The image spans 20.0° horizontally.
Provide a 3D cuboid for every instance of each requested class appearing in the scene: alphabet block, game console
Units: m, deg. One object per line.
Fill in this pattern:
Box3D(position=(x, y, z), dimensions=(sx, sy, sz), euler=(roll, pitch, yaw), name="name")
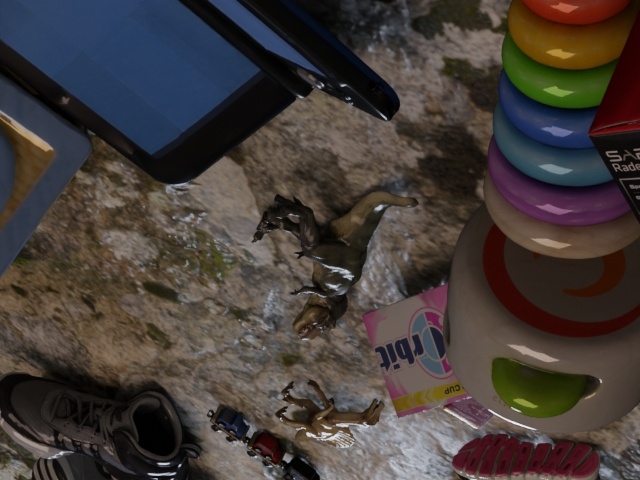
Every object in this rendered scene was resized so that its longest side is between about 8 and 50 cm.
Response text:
Box3D(position=(-0.347, -0.070, 1.721), dimensions=(0.193, 0.192, 0.197), euler=(37, 176, -8), name="alphabet block")
Box3D(position=(-0.126, -0.151, 1.454), dimensions=(0.293, 0.173, 0.250), euler=(37, 178, -31), name="game console")

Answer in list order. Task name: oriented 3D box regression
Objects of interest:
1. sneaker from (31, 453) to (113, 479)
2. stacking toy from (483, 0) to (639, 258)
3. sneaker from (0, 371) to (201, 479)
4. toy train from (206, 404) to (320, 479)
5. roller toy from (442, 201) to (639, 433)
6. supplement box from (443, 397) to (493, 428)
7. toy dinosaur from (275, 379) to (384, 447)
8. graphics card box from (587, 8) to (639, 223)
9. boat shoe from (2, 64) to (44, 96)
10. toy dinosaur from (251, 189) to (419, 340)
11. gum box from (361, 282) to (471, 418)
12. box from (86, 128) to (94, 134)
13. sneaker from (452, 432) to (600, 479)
Box3D(position=(-0.279, 0.364, 2.363), dimensions=(0.086, 0.132, 0.229), euler=(-14, 99, 35), name="sneaker")
Box3D(position=(0.190, -0.143, 1.327), dimensions=(0.141, 0.141, 0.330), euler=(17, 140, 20), name="stacking toy")
Box3D(position=(-0.267, 0.215, 2.197), dimensions=(0.268, 0.101, 0.153), euler=(27, 147, -6), name="sneaker")
Box3D(position=(-0.066, 0.245, 2.140), dimensions=(0.158, 0.027, 0.036), euler=(36, 144, -9), name="toy train")
Box3D(position=(0.203, 0.057, 1.522), dimensions=(0.191, 0.209, 0.146), euler=(55, 159, 29), name="roller toy")
Box3D(position=(0.163, 0.142, 1.792), dimensions=(0.043, 0.055, 0.083), euler=(31, 148, -4), name="supplement box")
Box3D(position=(-0.007, 0.203, 2.012), dimensions=(0.092, 0.053, 0.183), euler=(40, 146, -17), name="toy dinosaur")
Box3D(position=(0.327, -0.030, 1.262), dimensions=(0.094, 0.233, 0.371), euler=(-7, 133, 38), name="graphics card box")
Box3D(position=(-0.300, -0.224, 1.624), dimensions=(0.104, 0.089, 0.285), euler=(8, 142, 30), name="boat shoe")
Box3D(position=(0.000, 0.000, 1.728), dimensions=(0.118, 0.064, 0.268), euler=(25, 146, -4), name="toy dinosaur")
Box3D(position=(0.131, 0.092, 1.697), dimensions=(0.188, 0.062, 0.107), euler=(-24, 84, 52), name="gum box")
Box3D(position=(-0.174, -0.175, 1.623), dimensions=(0.087, 0.058, 0.232), euler=(19, 145, 16), name="box")
Box3D(position=(0.218, 0.248, 1.885), dimensions=(0.170, 0.063, 0.075), euler=(0, 131, 32), name="sneaker")
